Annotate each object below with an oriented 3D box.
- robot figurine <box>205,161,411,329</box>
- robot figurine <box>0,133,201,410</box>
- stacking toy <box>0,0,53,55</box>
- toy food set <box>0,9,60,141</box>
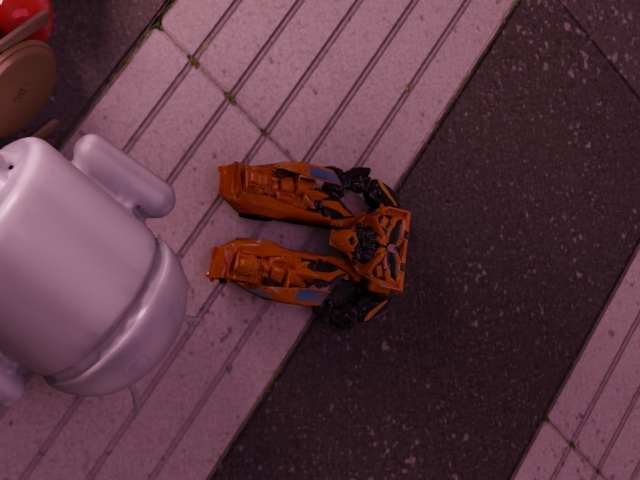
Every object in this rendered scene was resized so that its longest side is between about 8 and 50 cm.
[{"bbox_3d":[0.000,0.000,1.849,0.291,0.085,0.211,10,83,-34],"label":"robot figurine"},{"bbox_3d":[-0.284,0.030,1.578,0.353,0.200,0.300,43,83,-25],"label":"robot figurine"},{"bbox_3d":[-0.425,-0.208,1.548,0.330,0.141,0.141,-27,103,-40],"label":"stacking toy"},{"bbox_3d":[-0.340,-0.165,1.600,0.038,0.192,0.132,36,56,20],"label":"toy food set"}]
